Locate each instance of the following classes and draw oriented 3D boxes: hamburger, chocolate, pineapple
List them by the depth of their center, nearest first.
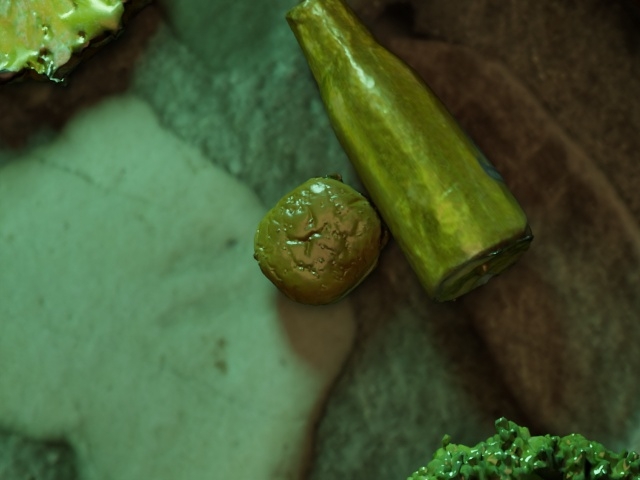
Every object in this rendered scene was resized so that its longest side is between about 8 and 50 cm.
[{"bbox_3d":[0.048,-0.068,1.130,0.085,0.085,0.219,-33,75,1],"label":"chocolate"},{"bbox_3d":[0.000,0.000,1.142,0.076,0.044,0.083,38,90,11],"label":"hamburger"},{"bbox_3d":[-0.203,-0.202,1.200,0.221,0.047,0.221,0,82,3],"label":"pineapple"}]

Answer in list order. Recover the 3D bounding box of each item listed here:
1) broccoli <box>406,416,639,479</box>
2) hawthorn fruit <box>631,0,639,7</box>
[{"bbox_3d":[0.133,0.205,1.029,0.226,0.176,0.198,-3,72,23],"label":"broccoli"},{"bbox_3d":[0.292,-0.212,1.035,0.261,0.258,0.258,6,81,28],"label":"hawthorn fruit"}]
